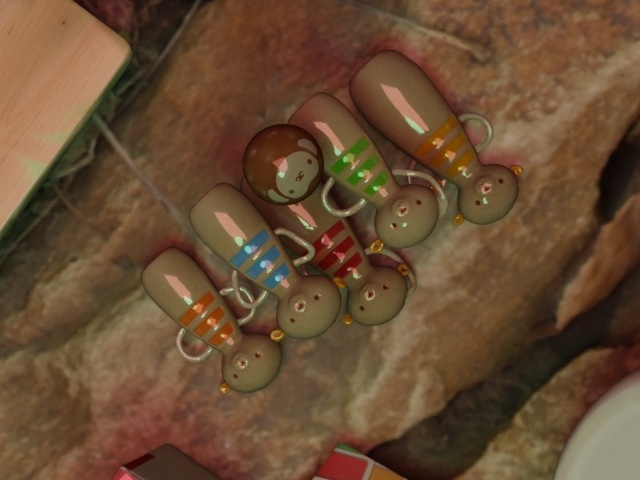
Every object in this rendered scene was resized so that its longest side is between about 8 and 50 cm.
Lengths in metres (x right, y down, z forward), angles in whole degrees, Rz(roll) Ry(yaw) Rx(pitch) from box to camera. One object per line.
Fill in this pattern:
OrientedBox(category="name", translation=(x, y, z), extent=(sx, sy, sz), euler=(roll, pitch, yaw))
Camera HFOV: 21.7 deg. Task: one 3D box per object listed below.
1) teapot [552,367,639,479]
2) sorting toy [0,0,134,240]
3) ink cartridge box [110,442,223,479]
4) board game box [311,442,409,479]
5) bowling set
OrientedBox(category="teapot", translation=(0.294, 0.195, 1.154), extent=(0.256, 0.187, 0.252), euler=(-47, 65, 28))
OrientedBox(category="sorting toy", translation=(-0.307, -0.109, 1.243), extent=(0.255, 0.089, 0.257), euler=(37, 91, 4))
OrientedBox(category="ink cartridge box", translation=(-0.149, 0.274, 1.182), extent=(0.100, 0.172, 0.237), euler=(33, 91, 5))
OrientedBox(category="board game box", translation=(-0.006, 0.270, 1.166), extent=(0.124, 0.039, 0.259), euler=(27, 62, 22))
OrientedBox(category="bowling set", translation=(0.000, 0.000, 1.171), extent=(0.287, 0.200, 0.154), euler=(-43, 88, 6))
